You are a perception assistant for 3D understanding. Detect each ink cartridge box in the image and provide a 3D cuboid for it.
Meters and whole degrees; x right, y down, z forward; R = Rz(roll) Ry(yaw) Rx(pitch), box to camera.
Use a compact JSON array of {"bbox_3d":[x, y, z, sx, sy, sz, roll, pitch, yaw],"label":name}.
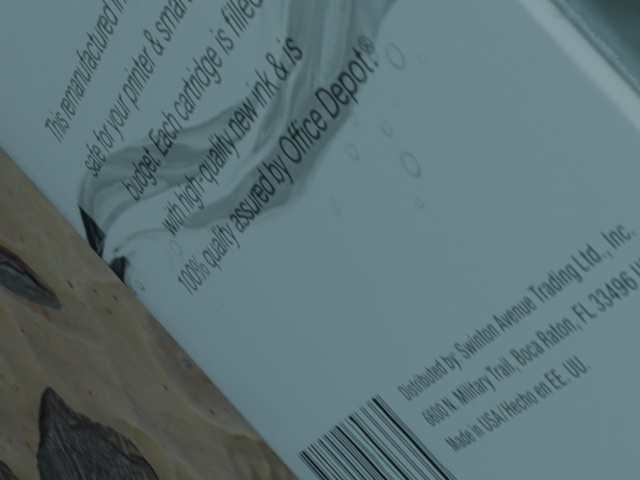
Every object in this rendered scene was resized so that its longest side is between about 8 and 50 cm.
[{"bbox_3d":[0.043,-0.058,0.531,0.395,0.166,0.285,47,153,2],"label":"ink cartridge box"}]
